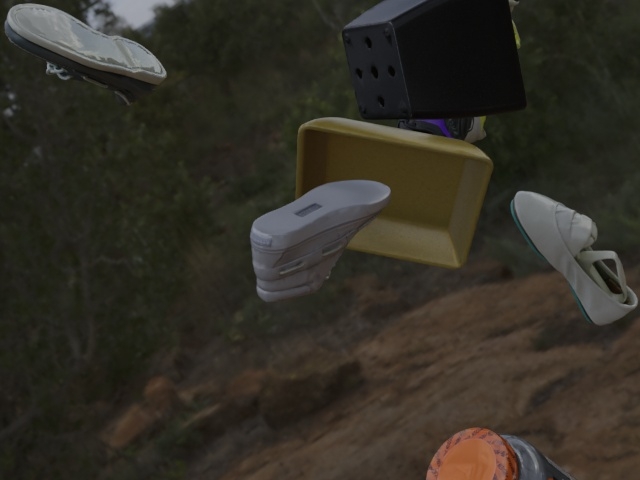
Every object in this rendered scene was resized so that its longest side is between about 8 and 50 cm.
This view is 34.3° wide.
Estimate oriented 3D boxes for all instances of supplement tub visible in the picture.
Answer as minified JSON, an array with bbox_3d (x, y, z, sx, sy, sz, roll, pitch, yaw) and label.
[{"bbox_3d":[0.319,0.432,1.646,0.194,0.316,0.193,-31,38,28],"label":"supplement tub"}]

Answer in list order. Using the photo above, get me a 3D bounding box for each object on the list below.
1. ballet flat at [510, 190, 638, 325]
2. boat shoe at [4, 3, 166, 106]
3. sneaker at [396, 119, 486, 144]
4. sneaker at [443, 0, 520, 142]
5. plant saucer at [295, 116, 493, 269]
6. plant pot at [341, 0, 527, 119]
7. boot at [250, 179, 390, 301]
[{"bbox_3d":[0.559,0.025,2.222,0.139,0.400,0.139,-31,28,19],"label":"ballet flat"},{"bbox_3d":[-0.375,-0.276,1.620,0.099,0.116,0.319,-42,-24,21],"label":"boat shoe"},{"bbox_3d":[0.207,-0.285,2.213,0.146,0.293,0.102,-41,-24,3],"label":"sneaker"},{"bbox_3d":[0.320,-0.366,2.033,0.145,0.147,0.384,114,165,-67],"label":"sneaker"},{"bbox_3d":[0.125,-0.097,1.868,0.332,0.333,0.081,95,-172,-55],"label":"plant saucer"},{"bbox_3d":[0.139,-0.246,1.386,0.167,0.188,0.187,-20,16,-27],"label":"plant pot"},{"bbox_3d":[0.000,0.000,1.529,0.258,0.123,0.095,-23,37,-36],"label":"boot"}]
